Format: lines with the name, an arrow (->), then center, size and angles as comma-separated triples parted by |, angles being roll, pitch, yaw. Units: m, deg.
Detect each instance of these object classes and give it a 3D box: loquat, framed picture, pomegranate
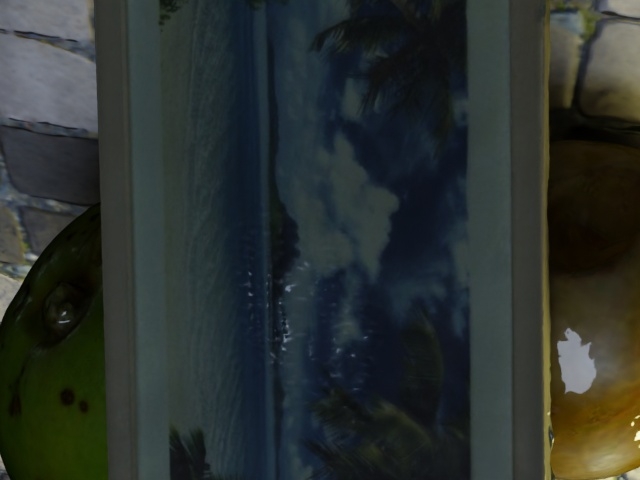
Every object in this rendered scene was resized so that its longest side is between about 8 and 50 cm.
loquat -> 0.136, 0.041, 0.922 | 0.179, 0.179, 0.227 | 7, 155, 9
framed picture -> 0.000, 0.000, 0.834 | 0.232, 0.315, 0.024 | 0, -177, 19
pomegranate -> -0.050, 0.090, 1.025 | 0.236, 0.236, 0.302 | -19, 155, 39
